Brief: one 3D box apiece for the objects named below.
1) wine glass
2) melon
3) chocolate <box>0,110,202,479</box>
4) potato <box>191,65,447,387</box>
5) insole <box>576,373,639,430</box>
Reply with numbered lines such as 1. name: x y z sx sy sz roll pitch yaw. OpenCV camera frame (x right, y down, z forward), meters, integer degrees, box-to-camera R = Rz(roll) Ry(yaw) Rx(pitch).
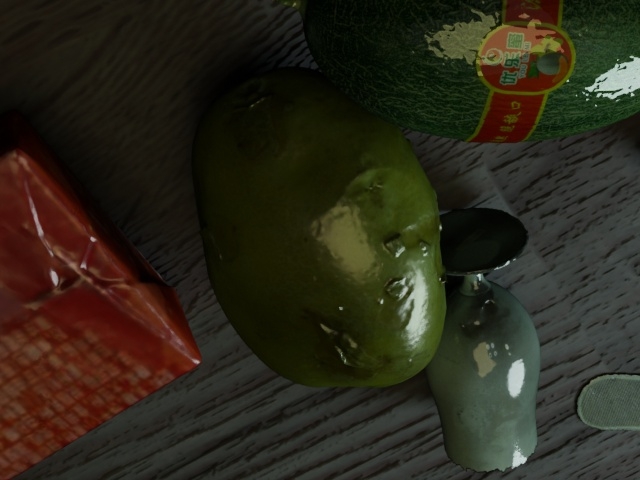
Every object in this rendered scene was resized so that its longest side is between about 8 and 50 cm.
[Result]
1. wine glass: 0.124 0.081 1.471 0.093 0.093 0.202 -11 123 -1
2. melon: 0.111 -0.154 1.262 0.287 0.182 0.182 -1 123 -4
3. chocolate: -0.246 0.046 1.389 0.237 0.108 0.235 -31 123 14
4. potato: 0.000 0.000 1.348 0.148 0.186 0.253 -40 111 -28
5. insole: 0.325 0.142 1.593 0.232 0.003 0.080 8 122 -13
